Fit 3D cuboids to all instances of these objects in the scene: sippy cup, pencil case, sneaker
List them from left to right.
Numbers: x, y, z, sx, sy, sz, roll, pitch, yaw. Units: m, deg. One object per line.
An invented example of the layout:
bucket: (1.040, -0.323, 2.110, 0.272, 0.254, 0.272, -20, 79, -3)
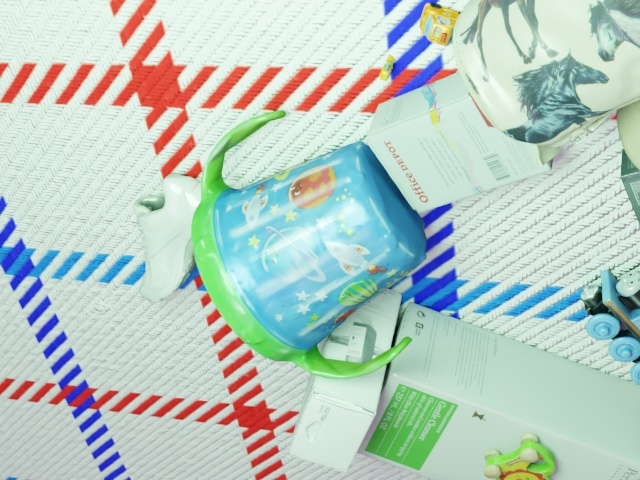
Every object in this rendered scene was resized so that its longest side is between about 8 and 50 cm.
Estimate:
sneaker: (-0.214, -0.011, 1.353, 0.115, 0.090, 0.232, 32, 125, -3)
sippy cup: (0.000, 0.000, 1.190, 0.224, 0.240, 0.305, -28, 126, 21)
pencil case: (0.320, -0.213, 0.861, 0.410, 0.160, 0.183, -20, 110, 48)

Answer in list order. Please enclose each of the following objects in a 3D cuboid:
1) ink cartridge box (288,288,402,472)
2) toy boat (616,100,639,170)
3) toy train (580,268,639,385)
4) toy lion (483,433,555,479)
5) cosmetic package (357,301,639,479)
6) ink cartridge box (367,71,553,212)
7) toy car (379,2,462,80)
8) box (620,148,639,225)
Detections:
ink cartridge box: (0.035, 0.183, 1.343, 0.092, 0.218, 0.158, 19, 135, 1)
toy boat: (0.418, -0.148, 0.980, 0.151, 0.151, 0.231, 11, 143, -34)
toy train: (0.416, 0.109, 1.248, 0.105, 0.080, 0.184, -35, 112, 29)
toy lion: (0.272, 0.308, 1.300, 0.096, 0.034, 0.100, 37, 128, -23)
cosmetic package: (0.255, 0.253, 1.381, 0.366, 0.155, 0.197, 20, 132, 2)
ink cartridge box: (0.161, -0.121, 1.118, 0.175, 0.072, 0.127, -18, 124, 31)
toy car: (0.116, -0.207, 1.075, 0.060, 0.040, 0.122, 30, 134, -10)
box: (0.468, -0.024, 1.113, 0.183, 0.059, 0.232, -14, 125, 30)
